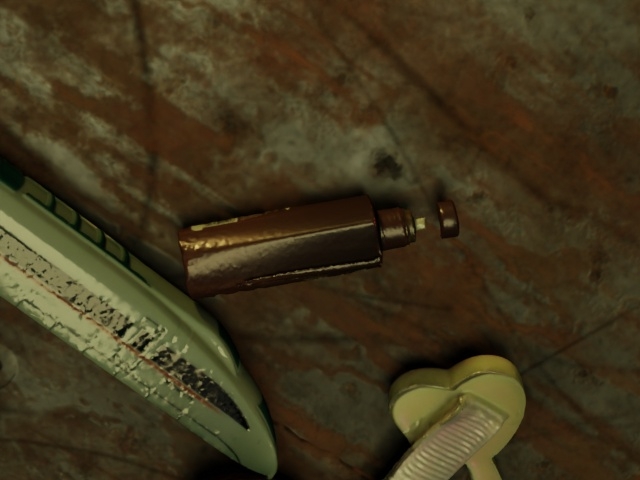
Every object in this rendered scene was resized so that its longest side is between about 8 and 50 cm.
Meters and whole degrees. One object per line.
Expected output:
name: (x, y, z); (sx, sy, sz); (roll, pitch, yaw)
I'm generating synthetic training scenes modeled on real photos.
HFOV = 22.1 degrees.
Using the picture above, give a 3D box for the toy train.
toy train: (-0.169, 0.060, 1.387); (0.407, 0.086, 0.088); (39, 98, -20)

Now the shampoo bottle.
shampoo bottle: (0.000, 0.001, 1.395); (0.236, 0.068, 0.067); (-9, 113, -1)

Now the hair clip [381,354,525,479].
hair clip: (0.115, 0.195, 1.485); (0.159, 0.071, 0.218); (28, 112, -22)

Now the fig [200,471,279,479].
fig: (-0.061, 0.265, 1.485); (0.153, 0.119, 0.119); (0, 121, -55)
